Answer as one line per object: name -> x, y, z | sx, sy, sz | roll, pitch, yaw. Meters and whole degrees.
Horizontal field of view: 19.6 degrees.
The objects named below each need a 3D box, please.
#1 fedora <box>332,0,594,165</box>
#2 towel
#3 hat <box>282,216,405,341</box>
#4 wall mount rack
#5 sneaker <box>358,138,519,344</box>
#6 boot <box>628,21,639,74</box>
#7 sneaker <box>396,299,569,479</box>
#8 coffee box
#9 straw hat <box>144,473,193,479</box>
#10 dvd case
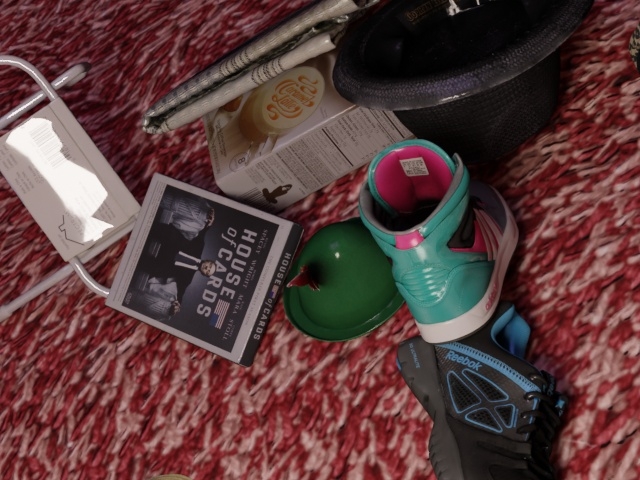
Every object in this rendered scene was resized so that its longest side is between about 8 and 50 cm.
fedora -> 0.178, -0.189, 2.096 | 0.334, 0.152, 0.334 | -17, 28, 9
towel -> -0.038, -0.245, 2.289 | 0.324, 0.056, 0.312 | -29, 8, 24
hat -> 0.000, 0.000, 2.073 | 0.173, 0.183, 0.208 | -51, 43, -11
wall mount rack -> -0.361, -0.055, 2.350 | 0.304, 0.350, 0.130 | -34, 6, 3
sneaker -> 0.122, -0.036, 1.962 | 0.124, 0.178, 0.295 | -17, 24, 17
boot -> 0.409, -0.217, 1.971 | 0.178, 0.085, 0.236 | -95, 28, -46
sneaker -> 0.180, 0.190, 1.826 | 0.140, 0.125, 0.340 | -31, 44, 9
coffee box -> -0.011, -0.146, 2.267 | 0.247, 0.098, 0.141 | -29, 44, 13
straw hat -> -0.205, 0.305, 2.061 | 0.145, 0.061, 0.144 | -19, 47, 22
dvd case -> -0.142, 0.032, 2.213 | 0.239, 0.030, 0.179 | 20, 89, 40
